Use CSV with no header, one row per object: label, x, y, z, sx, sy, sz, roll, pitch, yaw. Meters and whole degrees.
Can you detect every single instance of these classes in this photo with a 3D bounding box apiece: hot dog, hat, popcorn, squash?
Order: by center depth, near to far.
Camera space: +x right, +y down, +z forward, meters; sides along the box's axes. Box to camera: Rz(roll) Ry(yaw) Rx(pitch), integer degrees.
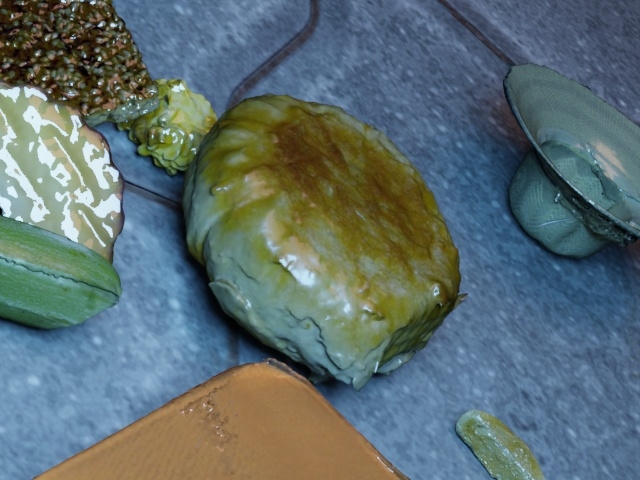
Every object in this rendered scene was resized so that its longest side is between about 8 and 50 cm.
squash,-0.241,0.010,1.280,0.239,0.069,0.069,18,41,-27
hot dog,0.148,0.170,1.508,0.090,0.030,0.034,49,35,10
popcorn,-0.120,-0.090,1.512,0.082,0.057,0.083,49,32,-1
hat,0.236,-0.044,1.751,0.252,0.110,0.252,31,28,-18

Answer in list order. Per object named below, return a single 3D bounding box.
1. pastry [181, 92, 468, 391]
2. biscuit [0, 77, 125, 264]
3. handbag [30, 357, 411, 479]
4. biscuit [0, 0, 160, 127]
pastry,-0.005,-0.001,1.468,0.236,0.121,0.257,49,33,9
biscuit,-0.215,-0.051,1.370,0.183,0.061,0.118,34,77,-10
handbag,-0.059,0.249,1.126,0.303,0.116,0.410,42,35,17
biscuit,-0.224,-0.179,1.495,0.131,0.025,0.231,-18,62,-23
